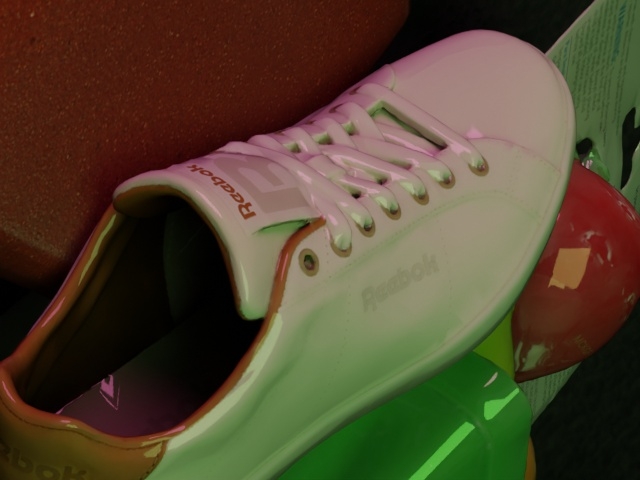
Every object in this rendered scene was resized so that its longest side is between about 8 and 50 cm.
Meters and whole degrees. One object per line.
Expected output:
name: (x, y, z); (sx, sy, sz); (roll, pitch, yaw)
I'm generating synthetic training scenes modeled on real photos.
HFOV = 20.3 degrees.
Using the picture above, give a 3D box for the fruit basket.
fruit basket: (0.060, 0.047, 0.870); (0.353, 0.165, 0.327); (-53, 156, -29)

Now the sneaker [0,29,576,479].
sneaker: (0.000, 0.000, 0.630); (0.290, 0.106, 0.123); (-45, 154, -28)

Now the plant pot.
plant pot: (-0.119, -0.115, 0.691); (0.267, 0.267, 0.236); (-54, 140, -13)

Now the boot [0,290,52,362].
boot: (-0.099, 0.053, 0.840); (0.190, 0.069, 0.086); (-48, 118, -20)
